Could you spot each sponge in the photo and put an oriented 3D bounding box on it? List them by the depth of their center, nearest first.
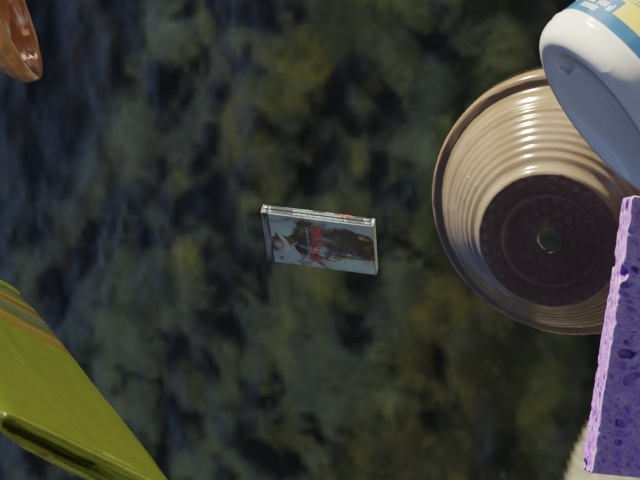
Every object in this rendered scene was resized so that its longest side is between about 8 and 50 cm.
[{"bbox_3d":[0.269,0.077,1.260,0.031,0.117,0.210,-174,93,-84],"label":"sponge"}]

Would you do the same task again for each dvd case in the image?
[{"bbox_3d":[0.000,0.000,1.770,0.087,0.119,0.013,85,-163,-53],"label":"dvd case"}]

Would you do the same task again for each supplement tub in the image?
[{"bbox_3d":[0.260,-0.138,1.104,0.144,0.200,0.144,52,173,8],"label":"supplement tub"}]

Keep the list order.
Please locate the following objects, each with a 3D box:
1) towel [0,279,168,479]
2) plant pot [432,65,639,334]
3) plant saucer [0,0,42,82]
[{"bbox_3d":[-0.150,0.055,0.793,0.021,0.102,0.237,-56,35,3],"label":"towel"},{"bbox_3d":[0.200,-0.018,1.390,0.237,0.110,0.237,7,114,15],"label":"plant pot"},{"bbox_3d":[-0.308,-0.233,1.529,0.200,0.037,0.200,-21,-90,-88],"label":"plant saucer"}]
